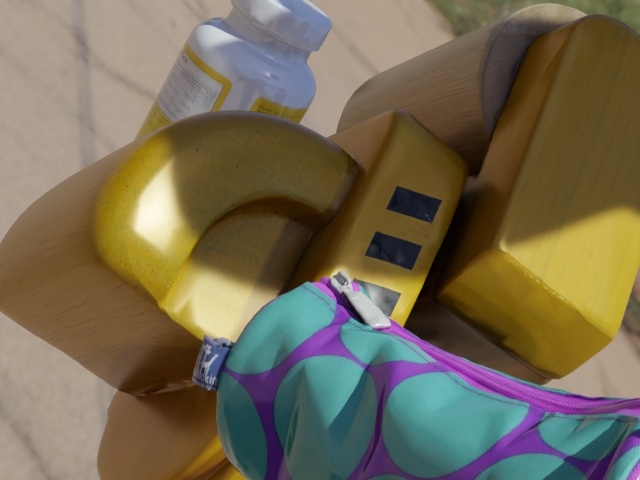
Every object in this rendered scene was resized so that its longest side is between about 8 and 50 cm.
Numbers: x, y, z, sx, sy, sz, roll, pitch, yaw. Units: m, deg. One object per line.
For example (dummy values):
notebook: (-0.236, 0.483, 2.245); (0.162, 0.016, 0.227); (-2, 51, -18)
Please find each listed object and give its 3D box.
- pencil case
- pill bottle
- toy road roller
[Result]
pencil case: (0.036, 0.055, 0.391); (0.064, 0.070, 0.151); (-2, 14, -40)
pill bottle: (-0.067, -0.099, 1.116); (0.103, 0.184, 0.103); (28, 19, -10)
toy road roller: (0.000, 0.000, 0.718); (0.240, 0.202, 0.330); (37, 61, -22)
